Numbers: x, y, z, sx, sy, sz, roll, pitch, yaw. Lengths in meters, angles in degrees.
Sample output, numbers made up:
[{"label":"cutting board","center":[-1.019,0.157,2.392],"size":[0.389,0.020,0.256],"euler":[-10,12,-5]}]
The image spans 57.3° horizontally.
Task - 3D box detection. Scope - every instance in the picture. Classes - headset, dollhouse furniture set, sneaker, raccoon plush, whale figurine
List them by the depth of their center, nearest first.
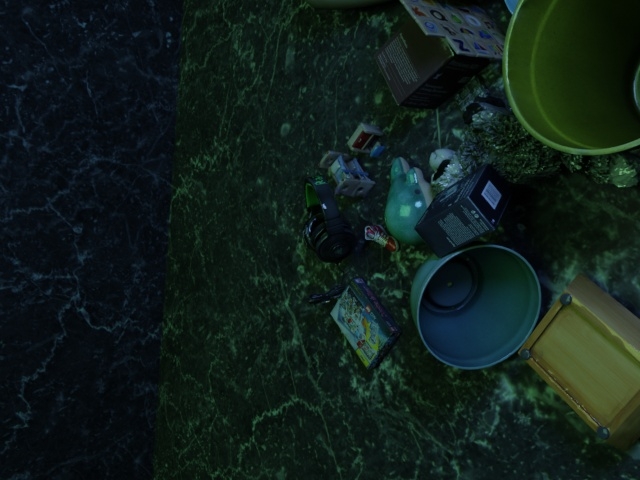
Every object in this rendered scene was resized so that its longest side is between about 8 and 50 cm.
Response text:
[{"label":"raccoon plush","center":[0.432,-0.128,1.318],"size":[0.446,0.216,0.299],"euler":[43,129,42]},{"label":"whale figurine","center":[0.227,-0.106,1.580],"size":[0.216,0.141,0.272],"euler":[85,170,-48]},{"label":"sneaker","center":[0.175,-0.005,1.718],"size":[0.118,0.067,0.042],"euler":[48,125,40]},{"label":"dollhouse furniture set","center":[0.107,-0.242,1.763],"size":[0.184,0.128,0.129],"euler":[-53,51,35]},{"label":"headset","center":[0.000,0.000,1.802],"size":[0.243,0.185,0.394],"euler":[-137,31,-70]}]

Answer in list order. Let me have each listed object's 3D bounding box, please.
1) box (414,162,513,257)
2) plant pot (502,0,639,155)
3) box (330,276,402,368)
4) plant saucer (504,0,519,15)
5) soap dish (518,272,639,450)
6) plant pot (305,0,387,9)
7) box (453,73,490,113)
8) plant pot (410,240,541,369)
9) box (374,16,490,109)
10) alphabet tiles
[{"label":"box","center":[0.309,-0.064,1.267],"size":[0.093,0.156,0.158],"euler":[48,135,-7]},{"label":"plant pot","center":[0.574,-0.313,1.013],"size":[0.366,0.352,0.367],"euler":[-2,88,52]},{"label":"box","center":[0.133,0.248,1.777],"size":[0.233,0.044,0.159],"euler":[54,128,37]},{"label":"plant saucer","center":[0.539,-0.583,1.225],"size":[0.317,0.043,0.318],"euler":[14,120,26]},{"label":"soap dish","center":[0.563,0.244,1.193],"size":[0.291,0.118,0.229],"euler":[50,125,38]},{"label":"plant pot","center":[0.117,-0.791,1.715],"size":[0.274,0.256,0.257],"euler":[25,109,32]},{"label":"box","center":[0.390,-0.374,1.509],"size":[0.083,0.018,0.067],"euler":[-49,53,38]},{"label":"plant pot","center":[0.335,0.126,1.382],"size":[0.196,0.293,0.293],"euler":[-125,46,-71]},{"label":"box","center":[0.284,-0.469,1.512],"size":[0.203,0.168,0.167],"euler":[-37,68,44]},{"label":"alphabet tiles","center":[0.309,-0.549,1.407],"size":[0.343,0.285,0.011],"euler":[65,143,29]}]
